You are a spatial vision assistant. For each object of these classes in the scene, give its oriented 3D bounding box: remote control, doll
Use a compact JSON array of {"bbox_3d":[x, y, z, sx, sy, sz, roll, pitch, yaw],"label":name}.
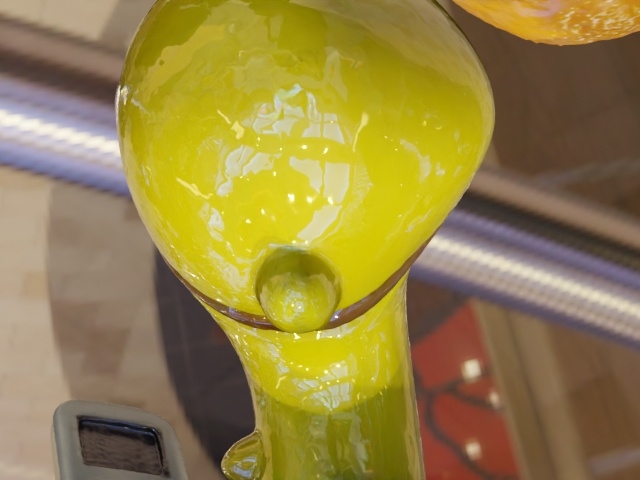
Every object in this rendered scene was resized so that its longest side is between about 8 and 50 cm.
[{"bbox_3d":[-0.111,0.193,1.195,0.090,0.309,0.038,10,117,-17],"label":"remote control"},{"bbox_3d":[0.000,0.000,0.781,0.145,0.199,0.363,-4,110,8],"label":"doll"}]

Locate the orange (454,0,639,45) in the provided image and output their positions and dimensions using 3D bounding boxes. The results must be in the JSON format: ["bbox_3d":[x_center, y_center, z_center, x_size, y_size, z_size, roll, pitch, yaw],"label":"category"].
[{"bbox_3d":[0.186,-0.317,1.525,0.293,0.340,0.340,-21,154,-44],"label":"orange"}]
